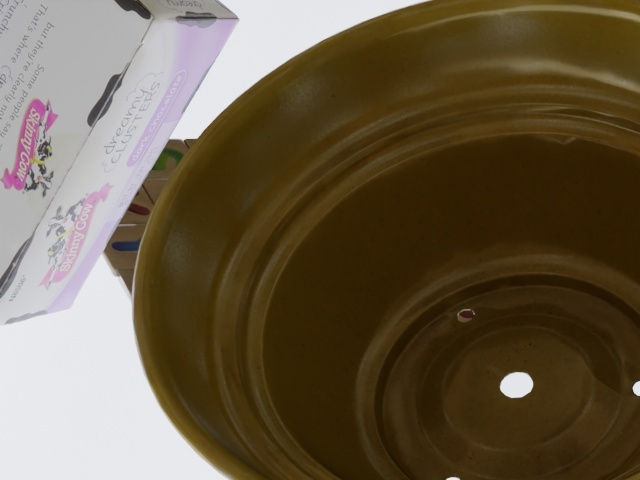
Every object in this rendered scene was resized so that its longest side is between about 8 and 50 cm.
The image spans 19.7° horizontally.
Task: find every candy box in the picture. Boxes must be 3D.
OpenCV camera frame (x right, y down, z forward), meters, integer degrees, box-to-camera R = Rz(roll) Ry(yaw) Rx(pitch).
[{"bbox_3d":[-0.158,-0.086,0.808,0.196,0.165,0.070,41,-157,18],"label":"candy box"}]

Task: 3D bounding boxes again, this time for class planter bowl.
[{"bbox_3d":[0.056,0.024,0.588,0.217,0.090,0.217,-9,-132,10],"label":"planter bowl"}]

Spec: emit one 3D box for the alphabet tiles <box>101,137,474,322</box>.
[{"bbox_3d":[0.000,0.000,1.360,0.342,0.011,0.285,-2,-145,-27],"label":"alphabet tiles"}]
